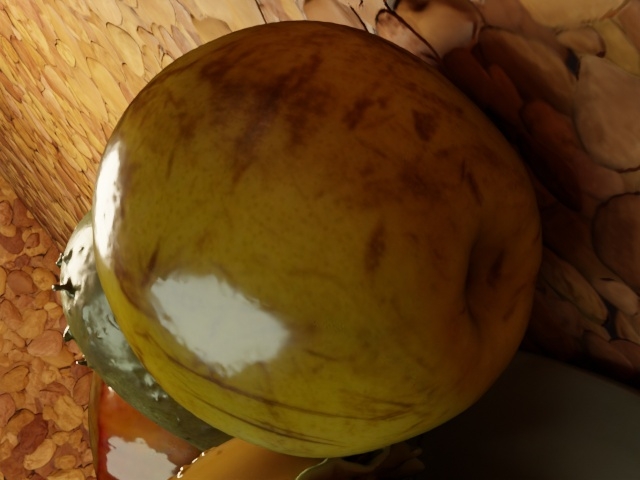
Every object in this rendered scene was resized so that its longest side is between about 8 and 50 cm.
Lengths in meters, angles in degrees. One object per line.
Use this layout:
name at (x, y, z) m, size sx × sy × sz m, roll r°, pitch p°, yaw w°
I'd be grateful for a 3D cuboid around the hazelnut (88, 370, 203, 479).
hazelnut at (-0.151, 0.256, 1.499) m, size 0.366 × 0.366 × 0.366 m, roll 46°, pitch 162°, yaw 20°

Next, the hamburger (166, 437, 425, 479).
hamburger at (-0.027, 0.245, 0.759) m, size 0.212 × 0.274 × 0.274 m, roll 58°, pitch 166°, yaw 25°

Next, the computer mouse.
computer mouse at (0.156, 0.183, 0.769) m, size 0.331 × 0.095 × 0.197 m, roll 7°, pitch 89°, yaw 63°

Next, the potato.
potato at (-0.042, 0.064, 0.935) m, size 0.359 × 0.270 × 0.219 m, roll 40°, pitch 180°, yaw -19°

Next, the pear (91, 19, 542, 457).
pear at (0.000, 0.000, 0.675) m, size 0.281 × 0.281 × 0.281 m, roll 46°, pitch 162°, yaw 20°
